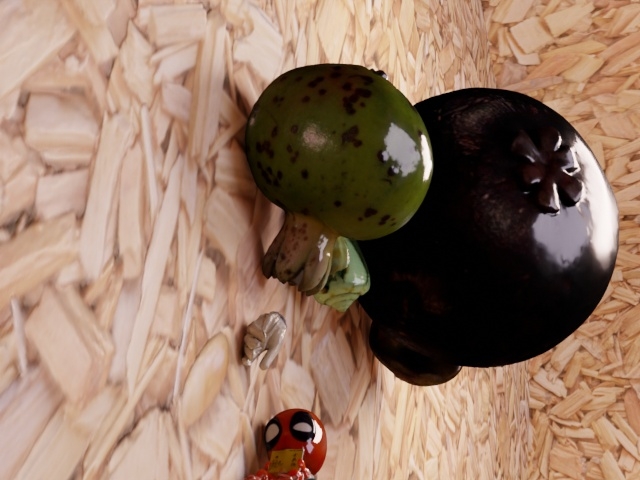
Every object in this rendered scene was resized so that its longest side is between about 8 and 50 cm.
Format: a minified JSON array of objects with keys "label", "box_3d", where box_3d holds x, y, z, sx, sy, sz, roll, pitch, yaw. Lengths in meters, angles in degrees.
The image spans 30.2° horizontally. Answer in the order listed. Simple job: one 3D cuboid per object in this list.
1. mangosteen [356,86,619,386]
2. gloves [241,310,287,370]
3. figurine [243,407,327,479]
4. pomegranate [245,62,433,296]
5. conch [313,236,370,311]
[{"label":"mangosteen","box_3d":[0.191,0.002,1.596,0.435,0.382,0.382,130,-33,-55]},{"label":"gloves","box_3d":[-0.053,0.097,1.158,0.044,0.037,0.081,55,31,-5]},{"label":"figurine","box_3d":[-0.026,0.216,1.149,0.140,0.068,0.075,-63,140,-61]},{"label":"pomegranate","box_3d":[0.010,-0.066,1.234,0.248,0.202,0.202,-65,161,-2]},{"label":"conch","box_3d":[0.000,0.000,1.349,0.106,0.079,0.170,55,16,-71]}]
